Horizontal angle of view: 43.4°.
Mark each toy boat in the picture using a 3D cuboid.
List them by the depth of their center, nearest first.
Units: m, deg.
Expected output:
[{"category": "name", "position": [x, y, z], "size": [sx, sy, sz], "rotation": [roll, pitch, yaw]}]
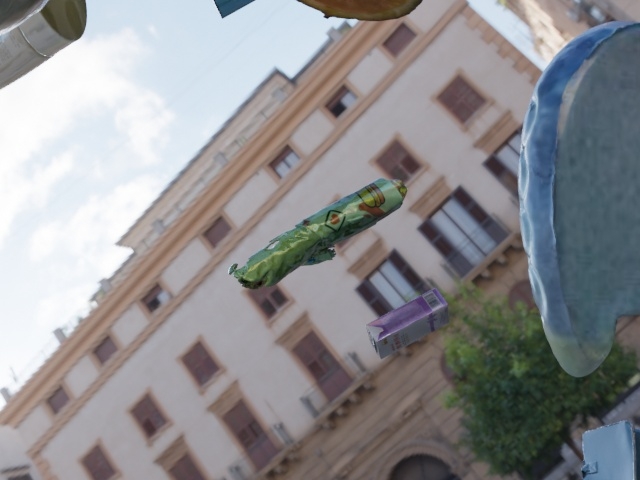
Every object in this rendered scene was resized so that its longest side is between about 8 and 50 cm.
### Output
[{"category": "toy boat", "position": [0.277, -0.040, 0.768], "size": [0.215, 0.330, 0.123], "rotation": [-4, -2, -16]}]

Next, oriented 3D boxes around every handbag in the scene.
[{"category": "handbag", "position": [0.505, 0.428, 1.381], "size": [0.057, 0.221, 0.144], "rotation": [18, -25, -21]}]

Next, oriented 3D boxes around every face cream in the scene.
[{"category": "face cream", "position": [-0.454, -0.338, 1.199], "size": [0.081, 0.174, 0.348], "rotation": [-16, 5, -39]}]

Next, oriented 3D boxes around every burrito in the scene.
[{"category": "burrito", "position": [0.000, 0.000, 1.130], "size": [0.288, 0.054, 0.104], "rotation": [-30, -22, -25]}]

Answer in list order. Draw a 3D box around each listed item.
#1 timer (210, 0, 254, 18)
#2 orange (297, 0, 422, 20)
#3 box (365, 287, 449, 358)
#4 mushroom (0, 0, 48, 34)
[{"category": "timer", "position": [-0.191, -0.499, 1.350], "size": [0.091, 0.250, 0.232], "rotation": [-29, -68, -4]}, {"category": "orange", "position": [0.017, -0.392, 1.007], "size": [0.274, 0.274, 0.310], "rotation": [-31, -45, -22]}, {"category": "box", "position": [0.124, 0.117, 1.133], "size": [0.117, 0.036, 0.051], "rotation": [-28, -41, -8]}, {"category": "mushroom", "position": [-0.408, -0.286, 0.693], "size": [0.315, 0.315, 0.356], "rotation": [-44, -39, 8]}]
